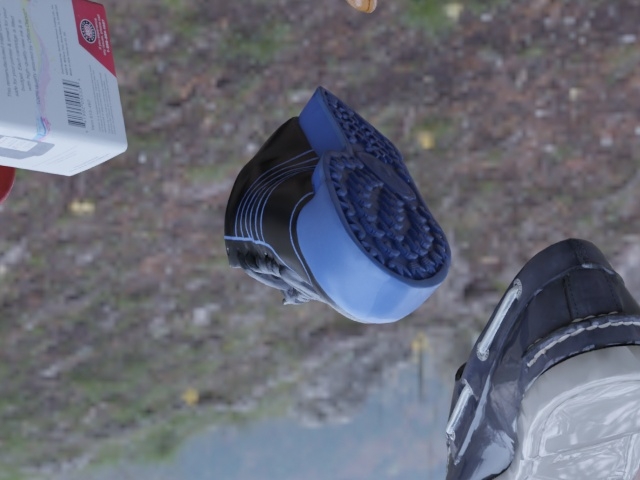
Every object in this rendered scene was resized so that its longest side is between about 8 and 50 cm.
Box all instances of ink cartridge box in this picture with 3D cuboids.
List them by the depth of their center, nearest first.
[{"bbox_3d":[-0.241,-0.128,1.242,0.072,0.127,0.175,-21,161,36],"label":"ink cartridge box"}]

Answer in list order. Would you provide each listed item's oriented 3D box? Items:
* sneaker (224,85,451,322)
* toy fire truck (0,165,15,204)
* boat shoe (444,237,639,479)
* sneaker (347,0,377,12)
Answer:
[{"bbox_3d":[0.000,0.000,0.787,0.081,0.090,0.232,37,-166,-13],"label":"sneaker"},{"bbox_3d":[-0.365,-0.160,1.541,0.169,0.253,0.302,-9,-157,43],"label":"toy fire truck"},{"bbox_3d":[0.087,0.066,0.652,0.075,0.065,0.206,-9,155,-11],"label":"boat shoe"},{"bbox_3d":[0.114,-0.191,0.671,0.290,0.123,0.106,-25,-161,18],"label":"sneaker"}]
